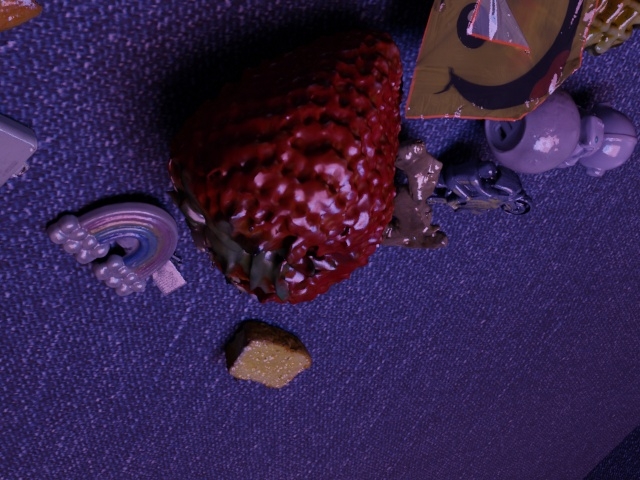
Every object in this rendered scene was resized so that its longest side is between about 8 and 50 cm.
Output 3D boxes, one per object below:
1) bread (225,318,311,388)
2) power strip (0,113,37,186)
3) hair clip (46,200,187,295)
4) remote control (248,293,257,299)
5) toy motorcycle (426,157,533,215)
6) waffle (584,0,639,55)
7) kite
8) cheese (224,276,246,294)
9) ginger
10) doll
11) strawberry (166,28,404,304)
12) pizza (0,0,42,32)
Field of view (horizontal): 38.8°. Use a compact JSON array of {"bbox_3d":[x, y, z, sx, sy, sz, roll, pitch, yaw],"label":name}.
[{"bbox_3d":[-0.097,0.200,1.593,0.103,0.065,0.187,-43,146,19],"label":"bread"},{"bbox_3d":[-0.397,-0.116,0.980,0.081,0.035,0.192,-42,145,16],"label":"power strip"},{"bbox_3d":[-0.256,0.006,1.241,0.140,0.054,0.220,-28,143,7],"label":"hair clip"},{"bbox_3d":[0.000,0.000,1.300,0.261,0.029,0.067,-34,148,-29],"label":"remote control"},{"bbox_3d":[0.241,-0.087,1.428,0.193,0.061,0.124,10,150,11],"label":"toy motorcycle"},{"bbox_3d":[0.409,-0.387,1.236,0.297,0.073,0.317,-28,144,-11],"label":"waffle"},{"bbox_3d":[0.236,-0.287,1.117,0.377,0.013,0.327,-42,133,-1],"label":"kite"},{"bbox_3d":[-0.082,-0.013,1.310,0.123,0.094,0.167,-9,137,-19],"label":"cheese"},{"bbox_3d":[0.119,-0.060,1.408,0.149,0.065,0.259,-6,145,6],"label":"ginger"},{"bbox_3d":[0.388,-0.168,1.420,0.287,0.151,0.151,3,133,-36],"label":"doll"},{"bbox_3d":[-0.016,-0.104,1.113,0.351,0.267,0.312,-57,159,-20],"label":"strawberry"},{"bbox_3d":[-0.371,-0.242,0.817,0.246,0.058,0.127,-1,137,-35],"label":"pizza"}]
